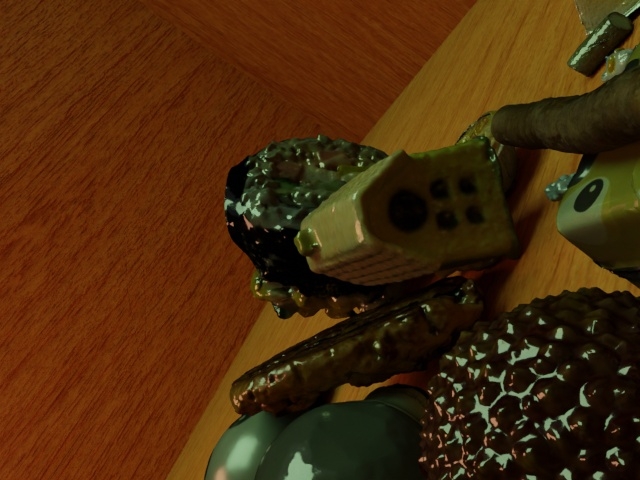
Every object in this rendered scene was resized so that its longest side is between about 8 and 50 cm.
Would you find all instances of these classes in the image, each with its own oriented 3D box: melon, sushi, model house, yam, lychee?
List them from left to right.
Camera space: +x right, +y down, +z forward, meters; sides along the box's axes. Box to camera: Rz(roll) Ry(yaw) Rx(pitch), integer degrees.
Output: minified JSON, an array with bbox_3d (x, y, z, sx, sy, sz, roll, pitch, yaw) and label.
[{"bbox_3d":[0.000,0.000,1.122,0.327,0.329,0.285,-94,7,-53],"label":"sushi"},{"bbox_3d":[0.099,-0.015,0.813,0.234,0.174,0.193,-17,-3,-25],"label":"model house"},{"bbox_3d":[0.147,0.111,0.345,0.188,0.188,0.188,-55,7,10],"label":"lychee"},{"bbox_3d":[0.169,-0.078,0.387,0.045,0.045,0.327,-36,8,3],"label":"yam"},{"bbox_3d":[0.403,-0.283,0.908,0.094,0.043,0.043,-52,8,34],"label":"yam"},{"bbox_3d":[0.455,-0.403,0.915,0.202,0.093,0.139,-44,6,42],"label":"melon"}]

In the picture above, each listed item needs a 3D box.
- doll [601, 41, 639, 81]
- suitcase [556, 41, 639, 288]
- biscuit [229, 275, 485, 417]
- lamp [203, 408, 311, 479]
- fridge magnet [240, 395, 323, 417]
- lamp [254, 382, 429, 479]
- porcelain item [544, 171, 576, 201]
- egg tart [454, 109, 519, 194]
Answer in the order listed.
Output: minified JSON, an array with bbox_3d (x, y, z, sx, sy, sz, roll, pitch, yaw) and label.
[{"bbox_3d":[0.374,-0.199,0.675,0.114,0.057,0.227,-62,9,-9],"label":"doll"},{"bbox_3d":[0.272,-0.058,0.366,0.193,0.143,0.235,-59,8,-14],"label":"suitcase"},{"bbox_3d":[0.049,0.139,0.783,0.334,0.081,0.289,-23,-5,-3],"label":"biscuit"},{"bbox_3d":[-0.060,0.314,0.863,0.197,0.198,0.244,-57,-2,-3],"label":"lamp"},{"bbox_3d":[-0.082,0.324,1.203,0.265,0.113,0.265,-56,6,9],"label":"fridge magnet"},{"bbox_3d":[0.069,0.216,0.604,0.314,0.182,0.182,-24,-22,-50],"label":"lamp"},{"bbox_3d":[0.292,-0.063,0.734,0.036,0.028,0.083,-41,3,-8],"label":"porcelain item"},{"bbox_3d":[0.239,-0.097,0.988,0.234,0.094,0.234,-58,5,8],"label":"egg tart"}]
